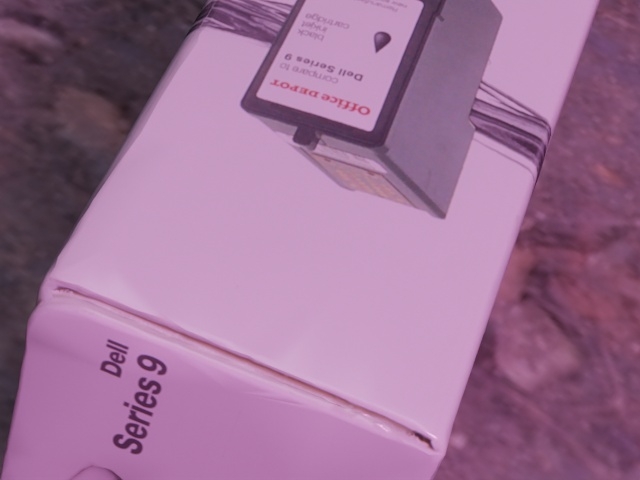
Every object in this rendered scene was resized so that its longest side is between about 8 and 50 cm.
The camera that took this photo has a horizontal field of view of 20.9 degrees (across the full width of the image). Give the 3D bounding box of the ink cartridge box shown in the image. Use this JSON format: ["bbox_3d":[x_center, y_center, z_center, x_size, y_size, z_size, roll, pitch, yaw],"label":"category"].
[{"bbox_3d":[0.000,0.000,0.614,0.121,0.211,0.289,22,49,2],"label":"ink cartridge box"}]
